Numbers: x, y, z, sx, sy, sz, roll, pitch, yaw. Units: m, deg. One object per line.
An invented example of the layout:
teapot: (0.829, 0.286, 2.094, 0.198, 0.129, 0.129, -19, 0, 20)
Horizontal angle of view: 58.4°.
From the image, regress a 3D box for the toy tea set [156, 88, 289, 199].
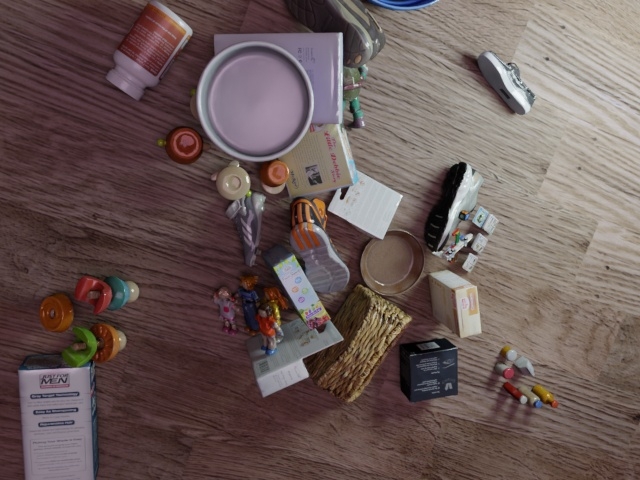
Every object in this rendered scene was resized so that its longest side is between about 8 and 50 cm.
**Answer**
toy tea set: (-0.240, -0.219, 1.464, 0.336, 0.124, 0.200, 42, 83, -16)

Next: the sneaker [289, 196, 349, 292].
sneaker: (0.000, 0.000, 1.569, 0.124, 0.180, 0.321, -10, 139, 8)

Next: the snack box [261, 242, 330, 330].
snack box: (-0.071, 0.121, 1.548, 0.070, 0.174, 0.207, -31, 106, -9)

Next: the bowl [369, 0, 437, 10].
bowl: (0.204, -0.793, 1.469, 0.391, 0.077, 0.391, -3, 103, -13)

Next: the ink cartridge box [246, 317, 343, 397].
ink cartridge box: (-0.070, 0.289, 1.530, 0.238, 0.275, 0.060, -22, 104, -7)

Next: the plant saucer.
plant saucer: (0.207, 0.062, 1.675, 0.198, 0.036, 0.199, -3, 102, -14)

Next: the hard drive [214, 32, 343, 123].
hard drive: (-0.103, -0.398, 1.409, 0.318, 0.040, 0.210, 5, 110, 15)

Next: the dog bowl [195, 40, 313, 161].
dog bowl: (-0.147, -0.318, 1.327, 0.264, 0.104, 0.265, 0, 101, -1)

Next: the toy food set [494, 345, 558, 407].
toy food set: (0.652, 0.454, 1.831, 0.111, 0.104, 0.232, -37, 108, -3)

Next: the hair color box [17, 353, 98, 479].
hair color box: (-0.685, 0.478, 1.512, 0.173, 0.105, 0.347, 0, 102, -14)

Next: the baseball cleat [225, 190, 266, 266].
baseball cleat: (-0.207, -0.035, 1.547, 0.109, 0.072, 0.206, 9, 95, -1)

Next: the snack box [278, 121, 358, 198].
snack box: (-0.033, -0.281, 1.488, 0.187, 0.060, 0.322, -10, 107, 21)

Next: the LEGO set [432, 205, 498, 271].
LEGO set: (0.422, -0.014, 1.660, 0.244, 0.060, 0.182, 21, 98, -56)

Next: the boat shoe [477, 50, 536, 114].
boat shoe: (0.536, -0.460, 1.622, 0.228, 0.080, 0.076, 42, 84, -19)

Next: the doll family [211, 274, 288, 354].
doll family: (-0.173, 0.180, 1.539, 0.118, 0.263, 0.163, -25, 120, -43)

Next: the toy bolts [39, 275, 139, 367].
toy bolts: (-0.580, 0.181, 1.486, 0.218, 0.158, 0.228, 37, 104, 22)

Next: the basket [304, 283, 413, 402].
basket: (0.135, 0.314, 1.619, 0.223, 0.213, 0.299, 35, 92, -17)

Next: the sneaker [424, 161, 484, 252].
sneaker: (0.392, -0.085, 1.658, 0.108, 0.100, 0.272, 21, 98, -26)

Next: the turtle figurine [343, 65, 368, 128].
turtle figurine: (0.056, -0.406, 1.502, 0.175, 0.118, 0.234, -11, 110, -11)

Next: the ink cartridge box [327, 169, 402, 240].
ink cartridge box: (0.121, -0.101, 1.604, 0.179, 0.045, 0.145, 27, 79, -9)

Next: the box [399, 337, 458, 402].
box: (0.329, 0.394, 1.746, 0.156, 0.093, 0.158, -6, 102, -13)

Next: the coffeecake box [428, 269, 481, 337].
coffeecake box: (0.387, 0.180, 1.665, 0.068, 0.185, 0.142, -12, 105, -11)

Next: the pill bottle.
pill bottle: (-0.414, -0.450, 1.369, 0.121, 0.121, 0.216, 35, 92, -18)

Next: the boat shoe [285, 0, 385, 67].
boat shoe: (0.028, -0.585, 1.430, 0.130, 0.132, 0.355, -32, 85, -39)
